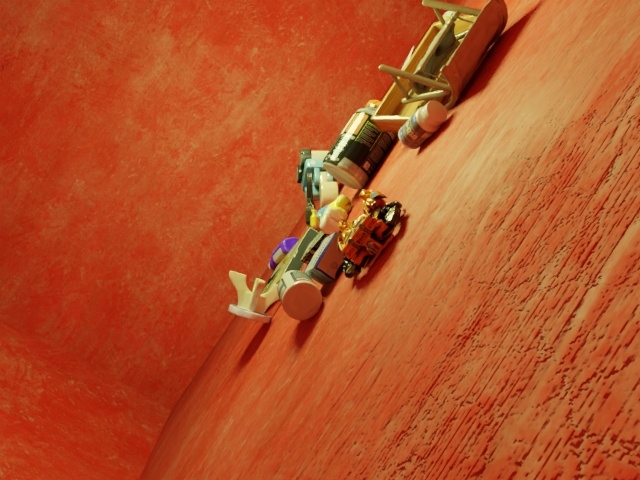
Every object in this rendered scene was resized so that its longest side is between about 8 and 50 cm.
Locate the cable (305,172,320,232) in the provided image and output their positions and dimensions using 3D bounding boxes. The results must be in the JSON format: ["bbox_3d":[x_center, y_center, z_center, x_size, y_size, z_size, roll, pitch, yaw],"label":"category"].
[{"bbox_3d":[-0.033,-0.177,2.117,0.139,0.072,0.287,-73,-15,-80],"label":"cable"}]

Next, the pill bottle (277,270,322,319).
[{"bbox_3d":[-0.064,0.143,1.240,0.108,0.108,0.180,-56,15,2],"label":"pill bottle"}]

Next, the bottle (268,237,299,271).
[{"bbox_3d":[-0.200,0.084,2.376,0.118,0.092,0.283,-9,-22,-33],"label":"bottle"}]

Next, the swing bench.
[{"bbox_3d":[0.346,-0.512,1.218,0.255,0.165,0.253,30,84,49],"label":"swing bench"}]

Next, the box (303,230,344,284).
[{"bbox_3d":[0.025,0.052,1.277,0.126,0.072,0.137,-59,9,-19],"label":"box"}]

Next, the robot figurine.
[{"bbox_3d":[0.105,-0.028,1.070,0.211,0.085,0.291,-55,8,14],"label":"robot figurine"}]

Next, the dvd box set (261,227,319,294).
[{"bbox_3d":[-0.169,0.152,2.094,0.420,0.062,0.307,-46,13,53],"label":"dvd box set"}]

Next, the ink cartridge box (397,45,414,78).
[{"bbox_3d":[0.332,-0.613,1.910,0.303,0.072,0.307,123,171,-82],"label":"ink cartridge box"}]

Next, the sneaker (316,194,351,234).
[{"bbox_3d":[0.032,-0.076,1.643,0.126,0.091,0.240,-29,13,36],"label":"sneaker"}]

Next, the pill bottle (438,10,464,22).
[{"bbox_3d":[0.479,-0.778,1.752,0.215,0.117,0.117,-55,8,3],"label":"pill bottle"}]

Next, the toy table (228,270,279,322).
[{"bbox_3d":[-0.270,0.233,1.808,0.274,0.252,0.161,0,71,67],"label":"toy table"}]

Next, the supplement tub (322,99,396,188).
[{"bbox_3d":[0.165,-0.374,1.732,0.316,0.193,0.193,-56,8,-5],"label":"supplement tub"}]

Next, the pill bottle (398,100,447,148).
[{"bbox_3d":[0.279,-0.315,1.216,0.078,0.078,0.137,-60,8,-28],"label":"pill bottle"}]

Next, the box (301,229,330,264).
[{"bbox_3d":[0.000,0.000,1.780,0.207,0.036,0.114,-49,10,43],"label":"box"}]

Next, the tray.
[{"bbox_3d":[0.350,-0.531,1.430,0.411,0.076,0.203,-58,34,-6],"label":"tray"}]

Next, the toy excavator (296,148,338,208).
[{"bbox_3d":[0.014,-0.284,2.287,0.433,0.222,0.445,107,160,-63],"label":"toy excavator"}]
